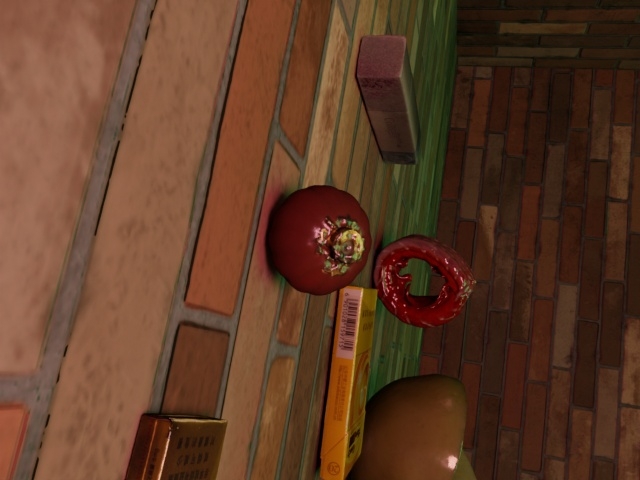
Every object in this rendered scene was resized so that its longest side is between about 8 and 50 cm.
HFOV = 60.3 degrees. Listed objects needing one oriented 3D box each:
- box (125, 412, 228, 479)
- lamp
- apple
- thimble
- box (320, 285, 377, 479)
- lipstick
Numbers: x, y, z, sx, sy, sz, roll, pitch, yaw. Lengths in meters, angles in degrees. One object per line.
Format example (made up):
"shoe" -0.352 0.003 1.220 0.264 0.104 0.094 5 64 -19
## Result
"box" -0.096 0.177 0.342 0.090 0.023 0.134 49 49 -68
"lamp" 0.000 0.000 0.501 0.101 0.090 0.101 -5 100 -33
"apple" 0.171 0.402 1.027 0.258 0.233 0.295 -85 162 -59
"thimble" 0.196 0.078 1.077 0.163 0.189 0.125 -61 166 12
"box" 0.046 0.204 0.834 0.152 0.043 0.270 24 73 -74
"lipstick" 0.118 -0.212 0.889 0.317 0.066 0.068 46 52 -71
